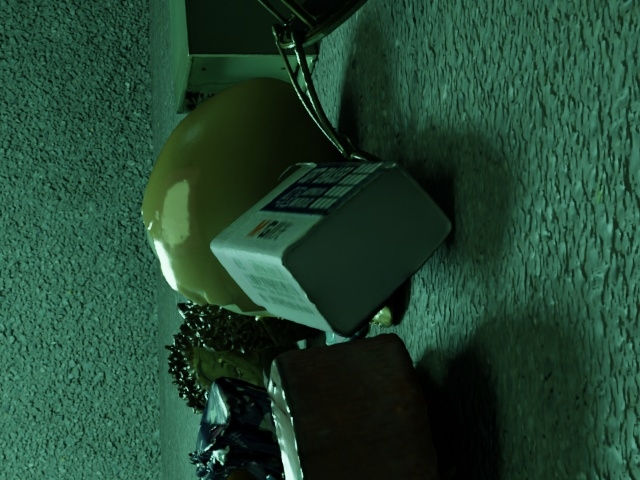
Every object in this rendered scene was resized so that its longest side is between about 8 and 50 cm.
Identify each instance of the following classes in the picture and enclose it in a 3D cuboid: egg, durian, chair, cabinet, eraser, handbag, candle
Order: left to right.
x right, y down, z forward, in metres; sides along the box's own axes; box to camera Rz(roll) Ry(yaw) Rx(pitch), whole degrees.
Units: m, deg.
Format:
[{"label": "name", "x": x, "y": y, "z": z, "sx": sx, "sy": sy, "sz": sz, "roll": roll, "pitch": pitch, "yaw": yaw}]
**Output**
[{"label": "durian", "x": -0.098, "y": 0.116, "z": 1.704, "sx": 0.196, "sy": 0.167, "sz": 0.196, "roll": -4, "pitch": 84, "yaw": 39}, {"label": "cabinet", "x": -0.094, "y": -0.264, "z": 1.742, "sx": 0.150, "sy": 0.145, "sz": 0.206, "roll": 115, "pitch": 152, "yaw": -63}, {"label": "egg", "x": -0.071, "y": -0.042, "z": 1.518, "sx": 0.201, "sy": 0.201, "sz": 0.244, "roll": -125, "pitch": 51, "yaw": -70}, {"label": "handbag", "x": -0.045, "y": 0.205, "z": 1.518, "sx": 0.260, "sy": 0.162, "sz": 0.113, "roll": 133, "pitch": 149, "yaw": -73}, {"label": "eraser", "x": 0.000, "y": 0.000, "z": 1.273, "sx": 0.086, "sy": 0.130, "sz": 0.287, "roll": 49, "pitch": 171, "yaw": -12}, {"label": "chair", "x": 0.010, "y": -0.205, "z": 1.278, "sx": 0.325, "sy": 0.170, "sz": 0.160, "roll": 47, "pitch": 176, "yaw": -18}, {"label": "durian", "x": 0.049, "y": 0.040, "z": 1.360, "sx": 0.066, "sy": 0.052, "sz": 0.130, "roll": 52, "pitch": 175, "yaw": -7}, {"label": "candle", "x": 0.043, "y": 0.214, "z": 1.166, "sx": 0.317, "sy": 0.131, "sz": 0.287, "roll": 95, "pitch": 165, "yaw": -75}]

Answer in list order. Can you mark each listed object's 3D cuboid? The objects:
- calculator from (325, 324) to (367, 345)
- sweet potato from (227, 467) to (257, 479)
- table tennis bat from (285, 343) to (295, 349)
[{"label": "calculator", "x": 0.022, "y": 0.071, "z": 1.506, "sx": 0.141, "sy": 0.019, "sz": 0.094, "roll": 128, "pitch": 137, "yaw": -72}, {"label": "sweet potato", "x": -0.066, "y": 0.295, "z": 1.246, "sx": 0.359, "sy": 0.112, "sz": 0.112, "roll": -128, "pitch": 39, "yaw": -74}, {"label": "table tennis bat", "x": -0.056, "y": 0.199, "z": 1.886, "sx": 0.301, "sy": 0.022, "sz": 0.173, "roll": -151, "pitch": 60, "yaw": -76}]
